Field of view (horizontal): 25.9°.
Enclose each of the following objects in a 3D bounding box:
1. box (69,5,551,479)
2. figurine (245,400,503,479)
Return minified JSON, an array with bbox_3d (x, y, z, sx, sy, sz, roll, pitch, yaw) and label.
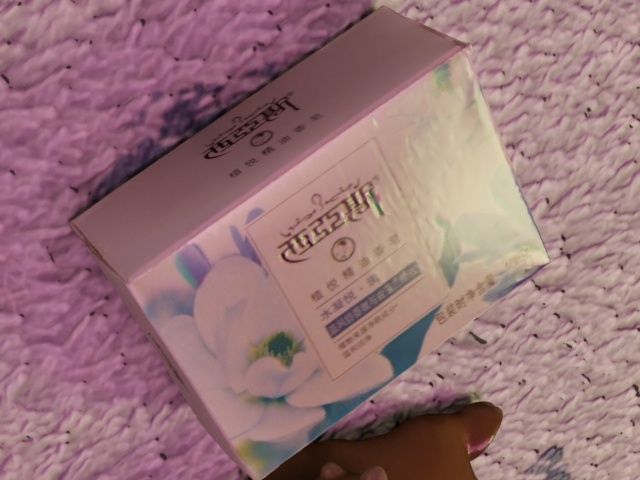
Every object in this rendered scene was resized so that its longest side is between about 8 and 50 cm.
[{"bbox_3d":[0.001,0.001,0.969,0.274,0.116,0.203,-35,125,-11],"label":"box"},{"bbox_3d":[0.057,0.243,1.088,0.247,0.173,0.177,-1,113,-30],"label":"figurine"}]
